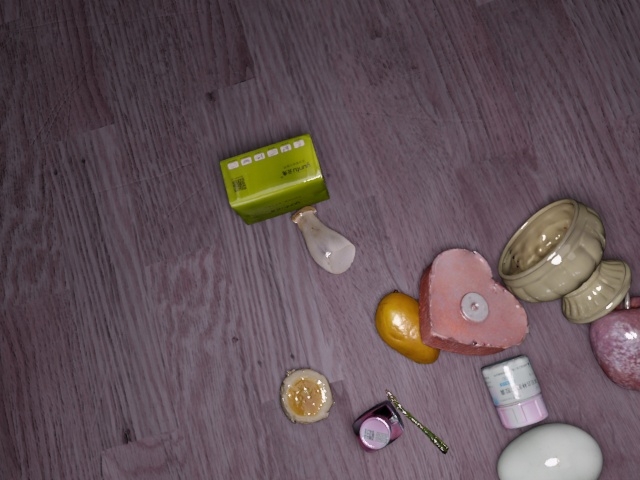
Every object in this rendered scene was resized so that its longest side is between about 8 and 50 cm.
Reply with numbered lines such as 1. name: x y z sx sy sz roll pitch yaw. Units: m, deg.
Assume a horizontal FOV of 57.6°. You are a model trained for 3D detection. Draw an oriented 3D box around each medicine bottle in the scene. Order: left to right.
1. medicine bottle: 0.154 0.498 1.551 0.119 0.188 0.095 -32 77 4
2. medicine bottle: 0.522 0.405 1.564 0.135 0.135 0.169 -18 78 2

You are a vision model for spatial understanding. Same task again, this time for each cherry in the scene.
1. cherry: 0.818 0.251 1.512 0.235 0.213 0.286 -8 95 -9

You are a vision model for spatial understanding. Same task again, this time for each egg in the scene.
1. egg: 0.586 0.570 1.496 0.264 0.183 0.183 -19 77 9

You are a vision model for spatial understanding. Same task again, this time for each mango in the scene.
1. mango: 0.246 0.253 1.640 0.147 0.109 0.227 -35 85 -9

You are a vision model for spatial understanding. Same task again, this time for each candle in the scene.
1. candle: 0.387 0.199 1.596 0.287 0.131 0.317 -36 76 -30

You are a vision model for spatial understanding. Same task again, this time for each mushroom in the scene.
1. mushroom: 0.000 0.000 1.734 0.116 0.093 0.225 -43 67 -13

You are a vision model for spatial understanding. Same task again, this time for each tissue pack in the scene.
1. tissue pack: -0.128 -0.176 1.721 0.274 0.200 0.168 -16 75 3

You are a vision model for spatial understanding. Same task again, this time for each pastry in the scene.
1. pastry: -0.041 0.438 1.641 0.165 0.088 0.166 -2 77 8

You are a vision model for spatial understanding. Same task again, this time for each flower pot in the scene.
1. flower pot: 0.653 0.069 1.551 0.244 0.307 0.307 41 85 -7

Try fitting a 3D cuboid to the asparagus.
1. asparagus: 0.265 0.505 1.627 0.233 0.022 0.023 43 103 12
